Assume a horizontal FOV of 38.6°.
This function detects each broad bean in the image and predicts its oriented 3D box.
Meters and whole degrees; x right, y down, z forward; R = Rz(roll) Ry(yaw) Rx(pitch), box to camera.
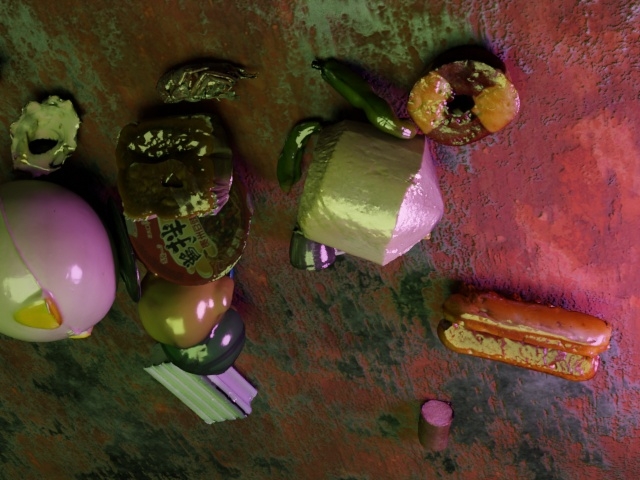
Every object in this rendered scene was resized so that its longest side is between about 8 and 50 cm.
[{"bbox_3d":[0.073,-0.241,1.532,0.213,0.070,0.048,41,107,7],"label":"broad bean"},{"bbox_3d":[-0.047,-0.156,1.690,0.061,0.046,0.195,27,134,-9],"label":"broad bean"}]

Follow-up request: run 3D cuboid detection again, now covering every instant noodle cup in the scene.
[{"bbox_3d":[-0.243,-0.053,1.777,0.273,0.090,0.274,3,99,19],"label":"instant noodle cup"}]

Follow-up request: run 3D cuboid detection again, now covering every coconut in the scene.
[{"bbox_3d":[0.095,-0.081,1.592,0.244,0.239,0.239,15,137,2],"label":"coconut"}]

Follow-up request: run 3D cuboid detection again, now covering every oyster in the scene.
[{"bbox_3d":[-0.530,-0.204,1.765,0.132,0.072,0.209,4,132,-17],"label":"oyster"}]

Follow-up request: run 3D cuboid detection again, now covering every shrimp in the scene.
[{"bbox_3d":[-0.198,-0.275,1.594,0.190,0.075,0.073,-6,101,8],"label":"shrimp"}]

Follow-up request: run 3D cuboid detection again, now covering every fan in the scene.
[{"bbox_3d":[-0.424,0.012,1.910,0.012,0.294,0.223,-15,105,-22],"label":"fan"}]

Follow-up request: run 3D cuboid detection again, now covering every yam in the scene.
[{"bbox_3d":[0.274,0.446,2.196,0.084,0.084,0.127,8,133,7],"label":"yam"}]

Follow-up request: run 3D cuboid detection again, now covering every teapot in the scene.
[{"bbox_3d":[-0.006,-0.003,1.825,0.092,0.124,0.091,31,136,48],"label":"teapot"}]

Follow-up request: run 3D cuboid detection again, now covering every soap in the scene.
[{"bbox_3d":[-0.287,0.342,2.240,0.150,0.094,0.261,-15,130,35],"label":"soap"}]

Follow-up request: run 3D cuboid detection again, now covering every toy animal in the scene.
[{"bbox_3d":[-0.284,0.153,1.945,0.216,0.191,0.338,2,129,27],"label":"toy animal"}]

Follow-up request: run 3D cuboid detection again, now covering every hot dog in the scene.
[{"bbox_3d":[0.412,0.180,1.857,0.348,0.117,0.158,12,131,6],"label":"hot dog"}]

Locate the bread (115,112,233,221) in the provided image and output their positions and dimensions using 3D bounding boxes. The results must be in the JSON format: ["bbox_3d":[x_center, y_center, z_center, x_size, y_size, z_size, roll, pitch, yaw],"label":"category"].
[{"bbox_3d":[-0.269,-0.132,1.670,0.209,0.110,0.192,-1,98,19],"label":"bread"}]

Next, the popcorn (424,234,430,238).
[{"bbox_3d":[0.175,-0.023,1.757,0.083,0.059,0.068,20,112,-39],"label":"popcorn"}]

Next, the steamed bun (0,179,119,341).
[{"bbox_3d":[-0.560,0.044,1.821,0.333,0.334,0.374,9,170,7],"label":"steamed bun"}]

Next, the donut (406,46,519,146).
[{"bbox_3d":[0.235,-0.240,1.504,0.166,0.073,0.184,32,135,-18],"label":"donut"}]

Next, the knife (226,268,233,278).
[{"bbox_3d":[-0.218,0.122,2.037,0.044,0.026,0.297,19,138,9],"label":"knife"}]
